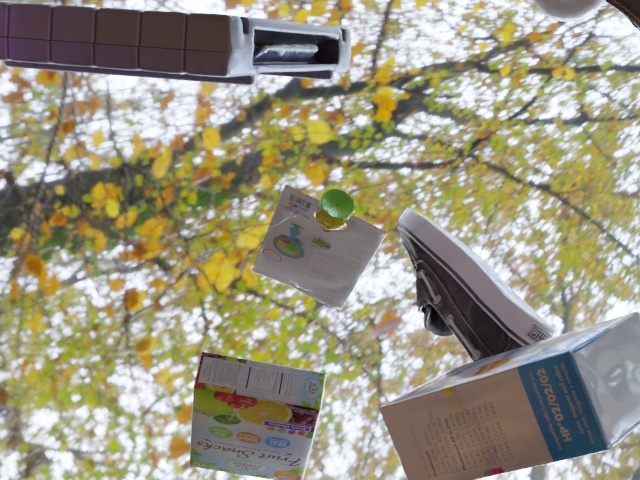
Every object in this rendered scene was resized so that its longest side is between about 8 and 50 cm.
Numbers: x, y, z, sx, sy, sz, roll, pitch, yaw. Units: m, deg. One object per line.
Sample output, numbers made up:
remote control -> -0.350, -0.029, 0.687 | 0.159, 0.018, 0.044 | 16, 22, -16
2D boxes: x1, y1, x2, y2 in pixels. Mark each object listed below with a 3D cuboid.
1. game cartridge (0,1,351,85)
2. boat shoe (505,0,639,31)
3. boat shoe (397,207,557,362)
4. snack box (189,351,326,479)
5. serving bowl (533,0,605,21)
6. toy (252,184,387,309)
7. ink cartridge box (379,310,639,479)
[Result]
game cartridge -> -0.124, -0.178, 0.913 | 0.230, 0.355, 0.068 | 3, -79, 16
boat shoe -> 0.215, -0.327, 1.084 | 0.355, 0.132, 0.130 | 35, -71, -6
boat shoe -> 0.154, 0.063, 1.168 | 0.102, 0.108, 0.301 | -51, -142, 9
snack box -> -0.054, 0.149, 0.821 | 0.100, 0.037, 0.141 | 11, -38, -1
serving bowl -> 0.252, -0.262, 1.013 | 0.083, 0.027, 0.083 | 6, -71, 17
toy -> 0.000, 0.000, 1.308 | 0.137, 0.056, 0.237 | 25, -28, -1
ink cartridge box -> 0.114, 0.108, 0.641 | 0.181, 0.104, 0.061 | -25, -97, 39
